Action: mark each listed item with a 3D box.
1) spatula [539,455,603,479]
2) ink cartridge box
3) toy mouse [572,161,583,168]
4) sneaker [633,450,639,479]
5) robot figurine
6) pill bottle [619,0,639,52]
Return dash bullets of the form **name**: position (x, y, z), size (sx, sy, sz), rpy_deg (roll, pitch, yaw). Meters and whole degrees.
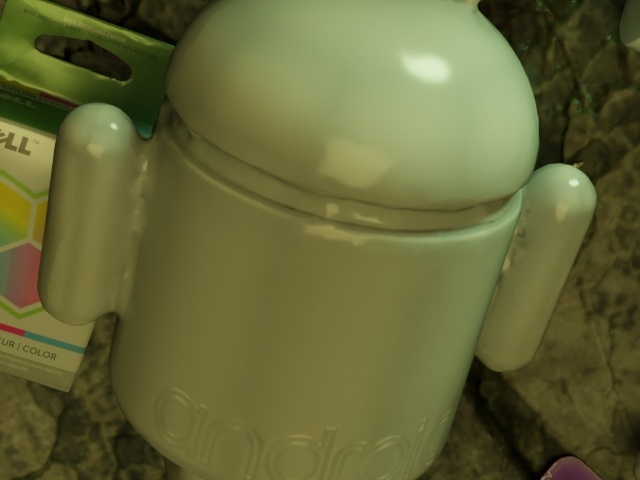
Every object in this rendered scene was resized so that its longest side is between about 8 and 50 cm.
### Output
- **spatula**: position (0.091, 0.269, 1.086), size (0.084, 0.030, 0.296), rpy_deg (40, 104, -21)
- **ink cartridge box**: position (-0.163, -0.026, 0.924), size (0.109, 0.062, 0.209), rpy_deg (19, 110, -11)
- **toy mouse**: position (0.104, -0.002, 0.971), size (0.143, 0.031, 0.161), rpy_deg (-33, 111, 9)
- **sneaker**: position (0.308, 0.103, 1.013), size (0.235, 0.090, 0.095), rpy_deg (-16, 101, -1)
- **robot figurine**: position (0.000, 0.000, 0.865), size (0.300, 0.200, 0.353), rpy_deg (4, 118, -19)
- **pill bottle**: position (0.252, -0.110, 0.908), size (0.152, 0.086, 0.086), rpy_deg (23, 109, -12)
